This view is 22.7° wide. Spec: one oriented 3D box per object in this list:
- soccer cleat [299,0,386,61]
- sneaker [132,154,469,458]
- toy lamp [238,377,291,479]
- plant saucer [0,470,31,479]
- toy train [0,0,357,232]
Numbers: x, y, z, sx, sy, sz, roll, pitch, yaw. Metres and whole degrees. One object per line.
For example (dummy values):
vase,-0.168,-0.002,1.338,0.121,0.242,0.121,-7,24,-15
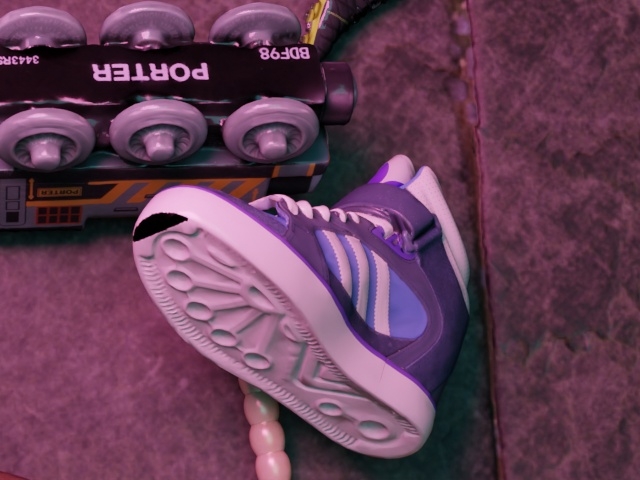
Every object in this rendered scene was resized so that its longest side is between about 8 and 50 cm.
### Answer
soccer cleat,0.038,-0.228,1.420,0.072,0.060,0.178,26,72,-6
sneaker,0.001,0.000,1.270,0.323,0.130,0.236,43,46,-30
toy lamp,-0.037,0.205,1.304,0.080,0.080,0.274,-9,77,-12
plant saucer,-0.291,0.314,1.200,0.311,0.050,0.310,-1,64,1
toy train,-0.142,-0.092,1.289,0.334,0.190,0.142,-3,60,-14
